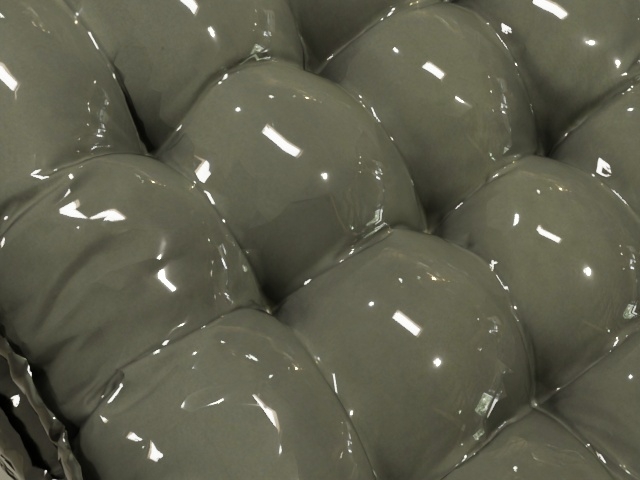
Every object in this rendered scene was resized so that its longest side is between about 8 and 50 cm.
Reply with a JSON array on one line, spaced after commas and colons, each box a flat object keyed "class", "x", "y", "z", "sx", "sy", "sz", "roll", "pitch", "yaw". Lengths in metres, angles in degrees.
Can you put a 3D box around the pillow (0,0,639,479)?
[{"class": "pillow", "x": 0.000, "y": 0.000, "z": 0.509, "sx": 0.228, "sy": 0.101, "sz": 0.326, "roll": -28, "pitch": 75, "yaw": -28}]
